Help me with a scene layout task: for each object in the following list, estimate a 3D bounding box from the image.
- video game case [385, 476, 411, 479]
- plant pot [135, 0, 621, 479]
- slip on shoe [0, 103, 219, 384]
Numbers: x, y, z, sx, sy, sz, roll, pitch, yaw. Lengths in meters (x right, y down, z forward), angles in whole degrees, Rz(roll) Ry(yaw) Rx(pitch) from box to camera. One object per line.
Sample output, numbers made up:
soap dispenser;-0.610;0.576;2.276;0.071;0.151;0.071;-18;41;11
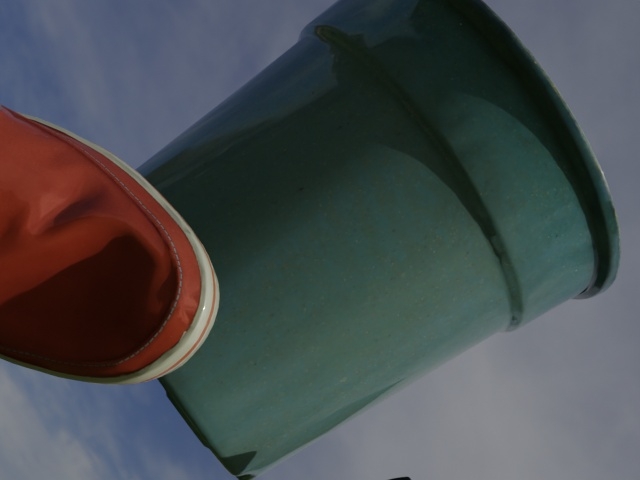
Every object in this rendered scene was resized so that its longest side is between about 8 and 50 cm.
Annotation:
video game case;0.085;0.330;0.574;0.275;0.035;0.248;-112;-167;-66
plant pot;0.000;0.000;0.768;0.341;0.334;0.341;54;-8;11
slip on shoe;-0.201;-0.033;0.444;0.331;0.123;0.101;33;-1;0
